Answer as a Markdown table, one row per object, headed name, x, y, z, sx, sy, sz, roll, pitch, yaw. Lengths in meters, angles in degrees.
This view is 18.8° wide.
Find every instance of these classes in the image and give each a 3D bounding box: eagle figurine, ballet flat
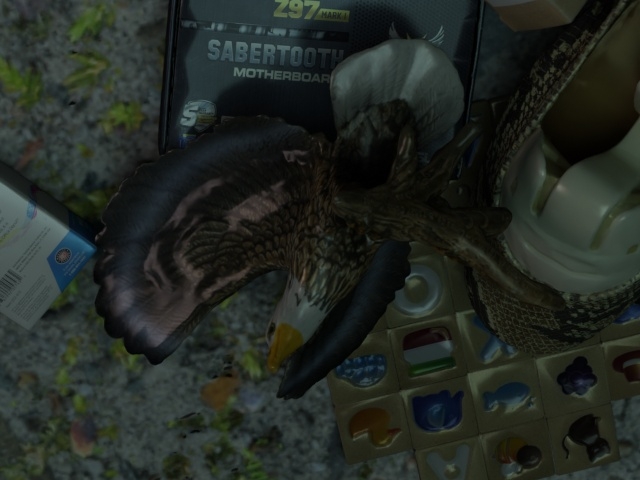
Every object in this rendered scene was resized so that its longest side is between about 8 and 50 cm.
| name | x | y | z | sx | sy | sz | roll | pitch | yaw |
| --- | --- | --- | --- | --- | --- | --- | --- | --- | --- |
| eagle figurine | -0.007 | 0.007 | 1.403 | 0.225 | 0.298 | 0.226 | -30 | 96 | -31 |
| ballet flat | 0.232 | -0.104 | 1.353 | 0.164 | 0.182 | 0.483 | 32 | 111 | 2 |

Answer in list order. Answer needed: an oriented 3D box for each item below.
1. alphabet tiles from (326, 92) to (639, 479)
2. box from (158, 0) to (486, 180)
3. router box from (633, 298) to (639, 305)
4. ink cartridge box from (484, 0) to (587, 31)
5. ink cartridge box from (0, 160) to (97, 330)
| name | x | y | z | sx | sy | sz | roll | pitch | yaw |
| --- | --- | --- | --- | --- | --- | --- | --- | --- | --- |
| alphabet tiles | 0.137 | 0.051 | 1.569 | 0.285 | 0.011 | 0.343 | -14 | 112 | -3 |
| box | 0.000 | -0.145 | 1.441 | 0.232 | 0.059 | 0.183 | 4 | 106 | -9 |
| router box | 0.379 | -0.089 | 1.503 | 0.242 | 0.081 | 0.309 | 8 | 108 | -12 |
| ink cartridge box | 0.127 | -0.293 | 1.357 | 0.234 | 0.088 | 0.193 | 37 | 79 | -20 |
| ink cartridge box | -0.245 | -0.005 | 1.470 | 0.122 | 0.052 | 0.088 | 37 | 102 | -21 |
